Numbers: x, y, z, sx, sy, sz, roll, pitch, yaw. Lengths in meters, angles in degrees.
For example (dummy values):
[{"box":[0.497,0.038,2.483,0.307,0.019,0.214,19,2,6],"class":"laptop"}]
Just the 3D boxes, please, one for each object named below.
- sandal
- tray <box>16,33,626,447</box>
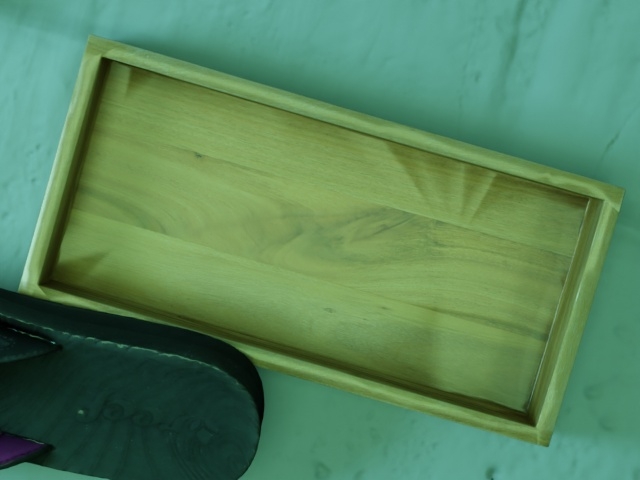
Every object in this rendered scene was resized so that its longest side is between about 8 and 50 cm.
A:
[{"box":[-0.266,0.112,1.175,0.445,0.107,0.167,6,123,5],"class":"sandal"},{"box":[0.000,0.000,1.222,0.411,0.076,0.203,16,93,-2],"class":"tray"}]
